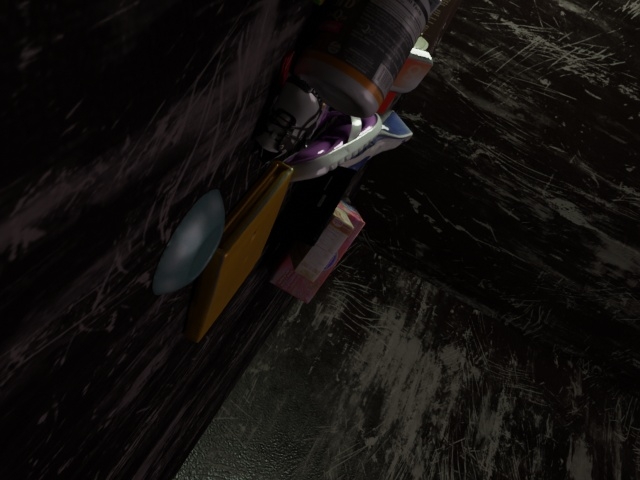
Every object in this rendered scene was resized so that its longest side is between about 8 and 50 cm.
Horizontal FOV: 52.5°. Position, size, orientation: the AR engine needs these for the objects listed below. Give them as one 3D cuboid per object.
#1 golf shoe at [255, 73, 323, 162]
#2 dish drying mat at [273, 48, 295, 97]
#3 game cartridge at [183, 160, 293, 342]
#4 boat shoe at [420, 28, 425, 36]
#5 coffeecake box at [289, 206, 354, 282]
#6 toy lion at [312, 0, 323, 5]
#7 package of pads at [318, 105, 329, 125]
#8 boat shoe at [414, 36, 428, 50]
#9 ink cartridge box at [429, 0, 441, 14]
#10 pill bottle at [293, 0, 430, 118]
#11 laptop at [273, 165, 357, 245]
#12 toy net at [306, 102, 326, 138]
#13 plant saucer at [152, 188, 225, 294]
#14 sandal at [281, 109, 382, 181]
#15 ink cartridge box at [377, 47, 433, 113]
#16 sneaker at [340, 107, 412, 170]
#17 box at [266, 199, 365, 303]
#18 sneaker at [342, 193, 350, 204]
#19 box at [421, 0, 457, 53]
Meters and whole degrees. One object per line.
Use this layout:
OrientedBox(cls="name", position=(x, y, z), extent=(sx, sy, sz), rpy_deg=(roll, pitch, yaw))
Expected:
OrientedBox(cls="golf shoe", position=(-0.057, -0.189, 1.064), extent=(0.094, 0.077, 0.198), rpy_deg=(-52, 177, -25))
OrientedBox(cls="dish drying mat", position=(-0.058, -0.267, 1.038), extent=(0.032, 0.008, 0.083), rpy_deg=(-58, 175, -38))
OrientedBox(cls="game cartridge", position=(-0.175, 0.026, 1.345), extent=(0.285, 0.053, 0.323), rpy_deg=(-57, 176, -42))
OrientedBox(cls="boat shoe", position=(0.267, -0.646, 1.579), extent=(0.122, 0.120, 0.324), rpy_deg=(-57, 174, -41))
OrientedBox(cls="coffeecake box", position=(0.000, 0.000, 1.754), extent=(0.185, 0.068, 0.142), rpy_deg=(-53, -162, 11))
OrientedBox(cls="toy lion", position=(0.019, -0.400, 0.956), extent=(0.100, 0.034, 0.096), rpy_deg=(-61, -178, -6))
OrientedBox(cls="package of pads", position=(0.000, -0.288, 1.401), extent=(0.050, 0.032, 0.083), rpy_deg=(-52, 170, -48))
OrientedBox(cls="boat shoe", position=(0.177, -0.464, 1.676), extent=(0.340, 0.127, 0.113), rpy_deg=(-52, 172, -52))
OrientedBox(cls="ink cartridge box", position=(0.145, -0.454, 1.347), extent=(0.275, 0.060, 0.239), rpy_deg=(-43, -157, 39))
OrientedBox(cls="pill bottle", position=(0.085, -0.360, 1.089), extent=(0.278, 0.162, 0.162), rpy_deg=(-61, 175, -4))
OrientedBox(cls="laptop", position=(-0.012, -0.087, 1.800), extent=(0.136, 0.264, 0.234), rpy_deg=(38, 77, -43))
OrientedBox(cls="toy net", position=(0.008, -0.316, 1.296), extent=(0.232, 0.045, 0.122), rpy_deg=(-60, -165, 27))
OrientedBox(cls="plant saucer", position=(-0.198, 0.011, 1.037), extent=(0.195, 0.037, 0.195), rpy_deg=(-61, 175, -9))
OrientedBox(cls="sandal", position=(0.032, -0.251, 1.488), extent=(0.416, 0.169, 0.102), rpy_deg=(-54, 131, -56))
OrientedBox(cls="ink cartridge box", position=(0.115, -0.314, 1.294), extent=(0.179, 0.145, 0.045), rpy_deg=(-54, -140, 44))
OrientedBox(cls="sneaker", position=(0.108, -0.278, 1.923), extent=(0.315, 0.127, 0.182), rpy_deg=(-24, 163, -39))
OrientedBox(cls="box", position=(-0.018, 0.012, 1.912), extent=(0.300, 0.142, 0.154), rpy_deg=(-55, -164, 11))
OrientedBox(cls="sneaker", position=(-0.026, -0.101, 2.032), extent=(0.222, 0.118, 0.083), rpy_deg=(-32, 157, -2))
OrientedBox(cls="box", position=(0.309, -0.655, 1.889), extent=(0.381, 0.143, 0.191), rpy_deg=(-63, 175, 0))
